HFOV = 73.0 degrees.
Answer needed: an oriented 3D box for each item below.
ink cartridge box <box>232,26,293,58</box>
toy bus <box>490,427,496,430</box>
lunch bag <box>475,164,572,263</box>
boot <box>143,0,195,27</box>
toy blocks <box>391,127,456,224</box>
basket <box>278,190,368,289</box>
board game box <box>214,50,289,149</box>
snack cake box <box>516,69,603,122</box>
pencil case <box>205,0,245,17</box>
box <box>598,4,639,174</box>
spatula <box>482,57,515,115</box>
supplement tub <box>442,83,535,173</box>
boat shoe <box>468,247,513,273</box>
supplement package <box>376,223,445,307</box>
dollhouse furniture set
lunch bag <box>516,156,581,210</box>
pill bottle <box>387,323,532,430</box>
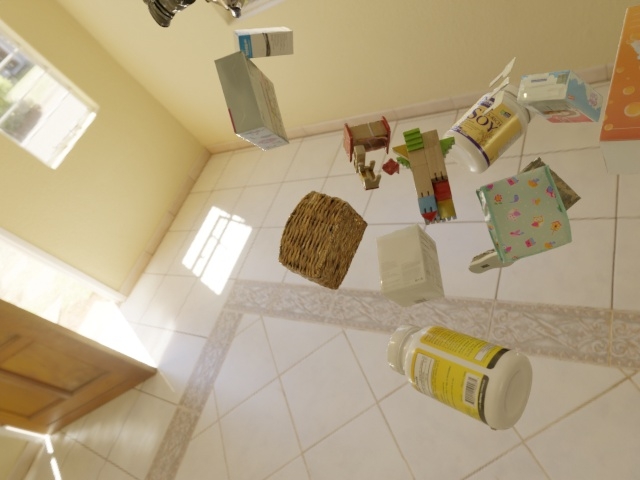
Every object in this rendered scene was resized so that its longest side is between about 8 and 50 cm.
[{"bbox_3d":[-0.214,-0.739,1.615,0.203,0.086,0.148,-10,34,-13],"label":"ink cartridge box"},{"bbox_3d":[0.518,0.497,1.449,0.202,0.191,0.104,-55,-2,-27],"label":"toy bus"},{"bbox_3d":[0.646,-0.077,1.378,0.223,0.160,0.262,-18,87,11],"label":"lunch bag"},{"bbox_3d":[-0.414,-0.657,1.042,0.161,0.247,0.083,-2,33,42],"label":"boot"},{"bbox_3d":[0.359,-0.171,1.383,0.190,0.381,0.261,-13,79,17],"label":"toy blocks"},{"bbox_3d":[0.000,0.000,1.571,0.213,0.223,0.299,19,82,29],"label":"basket"},{"bbox_3d":[-0.202,-0.419,1.353,0.097,0.303,0.224,-15,90,11],"label":"board game box"},{"bbox_3d":[0.773,-0.453,1.390,0.152,0.264,0.089,15,96,51],"label":"snack cake box"},{"bbox_3d":[-0.342,-0.581,0.857,0.410,0.183,0.160,12,69,-6],"label":"pencil case"},{"bbox_3d":[0.769,-0.332,0.939,0.215,0.168,0.345,8,77,43],"label":"box"},{"bbox_3d":[0.658,-0.559,1.622,0.019,0.242,0.168,12,92,2],"label":"spatula"},{"bbox_3d":[0.723,-0.478,1.863,0.331,0.241,0.241,-45,42,3],"label":"supplement tub"},{"bbox_3d":[0.657,0.065,1.659,0.219,0.077,0.070,-31,28,60],"label":"boat shoe"},{"bbox_3d":[0.373,0.110,1.808,0.199,0.198,0.263,-21,54,30],"label":"supplement package"},{"bbox_3d":[0.240,-0.374,1.948,0.201,0.152,0.374,-11,56,-5],"label":"dollhouse furniture set"},{"bbox_3d":[0.852,-0.152,1.774,0.287,0.169,0.235,-44,82,11],"label":"lunch bag"},{"bbox_3d":[0.343,0.329,1.118,0.334,0.188,0.188,12,66,49],"label":"pill bottle"}]
